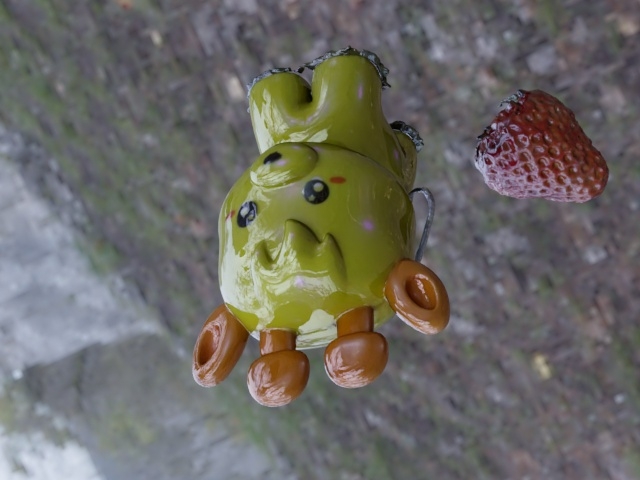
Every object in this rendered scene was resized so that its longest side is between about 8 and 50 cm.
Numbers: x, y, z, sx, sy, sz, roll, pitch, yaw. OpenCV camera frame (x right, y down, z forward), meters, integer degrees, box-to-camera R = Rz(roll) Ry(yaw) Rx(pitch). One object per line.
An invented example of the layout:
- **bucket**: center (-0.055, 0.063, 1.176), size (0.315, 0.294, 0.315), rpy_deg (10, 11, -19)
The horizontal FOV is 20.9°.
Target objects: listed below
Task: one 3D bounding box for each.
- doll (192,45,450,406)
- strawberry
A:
- **doll**: center (0.000, 0.000, 0.948), size (0.221, 0.143, 0.135), rpy_deg (-89, -20, -45)
- **strawberry**: center (0.132, -0.050, 1.041), size (0.083, 0.073, 0.073), rpy_deg (43, 170, 6)
